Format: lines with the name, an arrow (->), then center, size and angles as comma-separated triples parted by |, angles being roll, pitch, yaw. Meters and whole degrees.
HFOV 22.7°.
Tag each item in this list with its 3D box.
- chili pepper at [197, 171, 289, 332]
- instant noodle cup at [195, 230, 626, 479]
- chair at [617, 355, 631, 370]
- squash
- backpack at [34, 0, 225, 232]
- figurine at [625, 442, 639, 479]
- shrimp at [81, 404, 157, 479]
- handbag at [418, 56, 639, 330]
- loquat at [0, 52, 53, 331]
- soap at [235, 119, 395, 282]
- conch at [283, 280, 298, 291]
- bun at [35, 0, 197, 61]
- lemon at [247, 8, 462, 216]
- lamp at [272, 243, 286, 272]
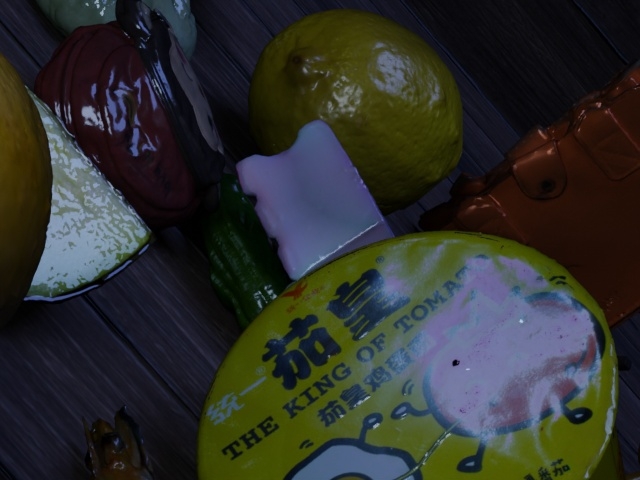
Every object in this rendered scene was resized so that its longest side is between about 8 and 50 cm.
chili pepper -> -0.075, 0.014, 1.584 | 0.100, 0.074, 0.257 | 55, 9, -47
instant noodle cup -> 0.098, 0.192, 1.239 | 0.325, 0.326, 0.254 | -112, 175, -46
chair -> 0.164, 0.170, 1.783 | 0.160, 0.319, 0.186 | 28, 72, -49
squash -> -0.253, -0.013, 1.227 | 0.192, 0.085, 0.184 | 49, 45, 5
backpack -> -0.182, -0.105, 1.481 | 0.229, 0.139, 0.229 | 56, 23, -39
figurine -> 0.475, 0.331, 1.795 | 0.401, 0.387, 0.268 | -93, 164, -58
shrimp -> -0.101, 0.225, 1.102 | 0.248, 0.068, 0.150 | 63, 8, 23
handbag -> 0.374, -0.031, 2.249 | 0.303, 0.410, 0.116 | 44, 24, -19
loquat -> -0.275, -0.030, 0.870 | 0.263, 0.263, 0.263 | 44, 18, -18
soap -> 0.035, 0.034, 1.606 | 0.193, 0.109, 0.324 | 62, 1, 25
conch -> -0.019, 0.146, 1.404 | 0.234, 0.137, 0.114 | 50, -12, -29
bun -> -0.216, -0.272, 1.754 | 0.212, 0.126, 0.204 | 38, 22, -36
lemon -> 0.042, -0.155, 1.949 | 0.260, 0.260, 0.284 | 54, 20, 12
lamp -> 0.000, 0.000, 1.754 | 0.107, 0.107, 0.092 | 29, 40, -50
